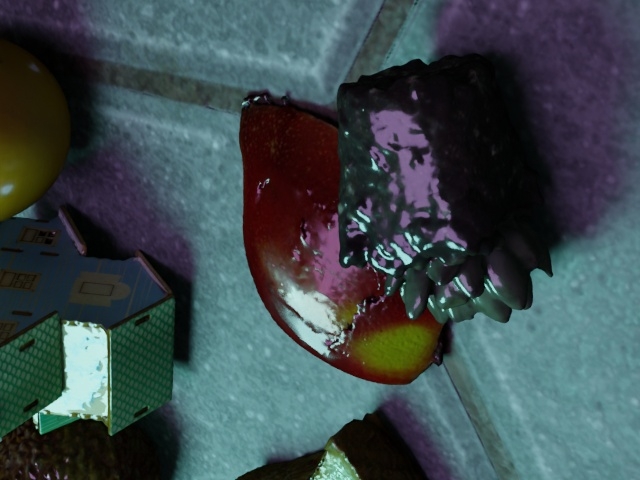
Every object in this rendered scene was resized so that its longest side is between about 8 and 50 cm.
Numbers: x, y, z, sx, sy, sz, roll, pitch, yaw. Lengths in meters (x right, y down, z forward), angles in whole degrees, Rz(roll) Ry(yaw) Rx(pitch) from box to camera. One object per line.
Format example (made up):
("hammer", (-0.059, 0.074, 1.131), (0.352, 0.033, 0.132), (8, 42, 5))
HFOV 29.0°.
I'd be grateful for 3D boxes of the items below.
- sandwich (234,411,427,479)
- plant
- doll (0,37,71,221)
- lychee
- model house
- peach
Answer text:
("sandwich", (0.020, 0.269, 1.145), (0.214, 0.065, 0.186), (-31, 90, 47))
("plant", (0.083, -0.028, 0.877), (0.129, 0.132, 0.195), (-6, 105, 38))
("doll", (-0.345, -0.081, 1.187), (0.213, 0.213, 0.236), (26, 124, 30))
("lychee", (-0.265, 0.256, 1.317), (0.194, 0.194, 0.194), (21, 125, 33))
("model house", (-0.244, 0.101, 1.217), (0.206, 0.271, 0.178), (4, 119, 1))
("peach", (-0.001, 0.002, 1.020), (0.279, 0.068, 0.189), (54, 133, 6))
